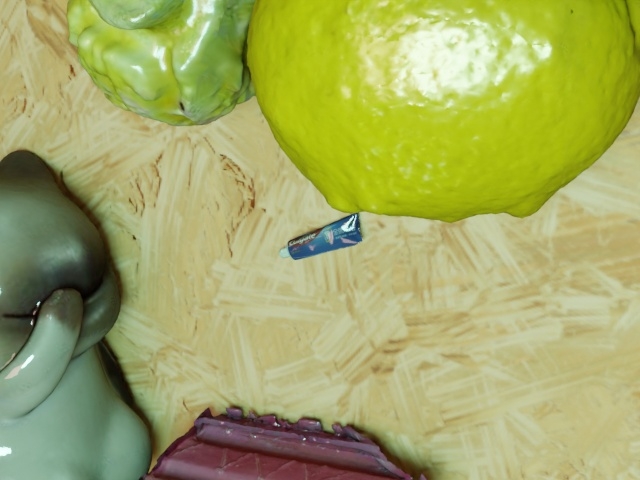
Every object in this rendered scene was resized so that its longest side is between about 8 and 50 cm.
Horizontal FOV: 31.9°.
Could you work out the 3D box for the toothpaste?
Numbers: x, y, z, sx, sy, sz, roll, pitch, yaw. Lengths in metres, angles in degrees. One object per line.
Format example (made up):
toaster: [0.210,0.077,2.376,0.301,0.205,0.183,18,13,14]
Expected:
toothpaste: [0.000,0.000,0.954,0.083,0.019,0.027,-18,75,30]

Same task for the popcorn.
popcorn: [-0.099,-0.177,0.857,0.167,0.188,0.185,41,145,55]

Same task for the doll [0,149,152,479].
doll: [-0.277,0.121,1.028,0.226,0.215,0.370,19,119,38]

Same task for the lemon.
lemon: [0.084,-0.129,0.744,0.288,0.233,0.233,-7,105,17]

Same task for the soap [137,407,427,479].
soap: [-0.021,0.229,0.962,0.250,0.162,0.099,5,110,27]
